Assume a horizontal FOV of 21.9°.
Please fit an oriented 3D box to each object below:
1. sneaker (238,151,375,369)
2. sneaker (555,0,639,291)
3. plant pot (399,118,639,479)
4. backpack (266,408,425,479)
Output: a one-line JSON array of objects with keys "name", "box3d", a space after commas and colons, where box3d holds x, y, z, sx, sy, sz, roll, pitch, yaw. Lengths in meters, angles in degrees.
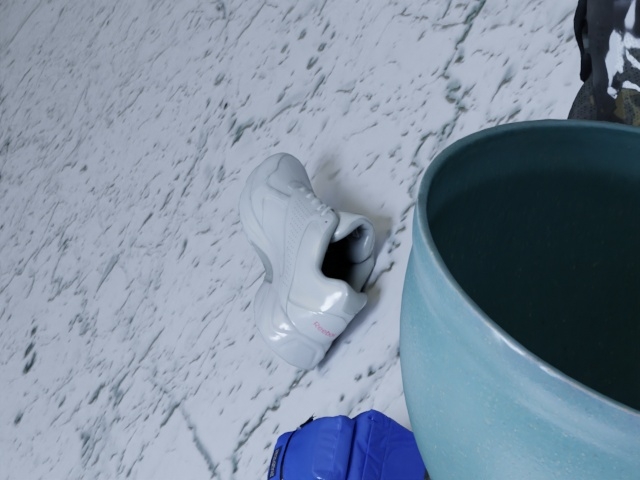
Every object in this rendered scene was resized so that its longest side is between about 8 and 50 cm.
[{"name": "sneaker", "box3d": [0.000, 0.000, 1.447, 0.115, 0.090, 0.232, -37, 43, 25]}, {"name": "sneaker", "box3d": [0.231, -0.174, 1.070, 0.483, 0.202, 0.185, -57, 13, -3]}, {"name": "plant pot", "box3d": [0.169, 0.093, 0.892, 0.293, 0.293, 0.196, -106, 27, -55]}, {"name": "backpack", "box3d": [0.008, 0.181, 1.224, 0.120, 0.101, 0.098, -33, 30, 46]}]
